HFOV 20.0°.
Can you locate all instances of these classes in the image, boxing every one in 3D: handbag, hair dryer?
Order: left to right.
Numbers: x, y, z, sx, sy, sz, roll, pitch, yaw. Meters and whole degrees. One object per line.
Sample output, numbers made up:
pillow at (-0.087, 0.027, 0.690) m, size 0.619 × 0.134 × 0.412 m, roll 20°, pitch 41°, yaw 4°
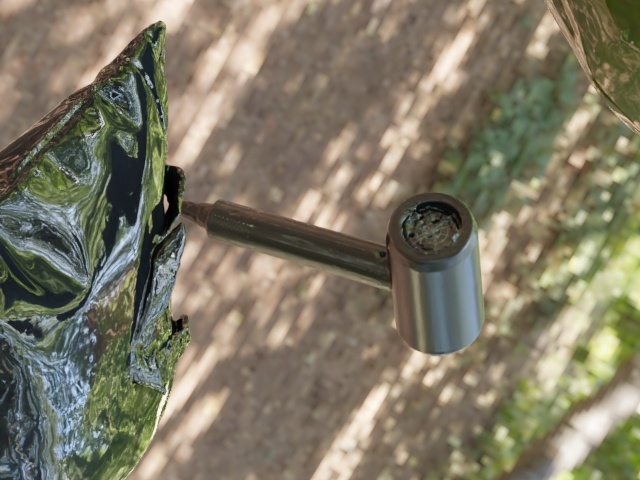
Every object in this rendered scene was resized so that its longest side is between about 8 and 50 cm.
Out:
handbag at (-0.118, 0.049, 0.835) m, size 0.211 × 0.088 × 0.254 m, roll -57°, pitch 158°, yaw -48°
hair dryer at (0.000, 0.000, 1.357) m, size 0.128 × 0.255 × 0.070 m, roll 83°, pitch 27°, yaw -56°

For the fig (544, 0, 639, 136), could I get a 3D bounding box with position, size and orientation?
fig at (0.231, -0.140, 0.967) m, size 0.233 × 0.233 × 0.314 m, roll -57°, pitch 146°, yaw -10°
